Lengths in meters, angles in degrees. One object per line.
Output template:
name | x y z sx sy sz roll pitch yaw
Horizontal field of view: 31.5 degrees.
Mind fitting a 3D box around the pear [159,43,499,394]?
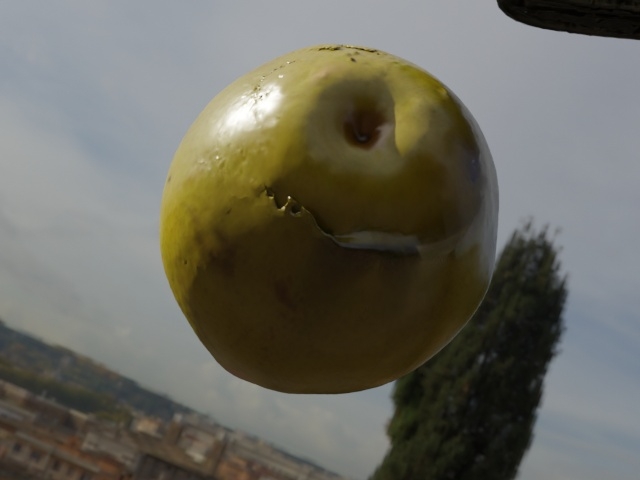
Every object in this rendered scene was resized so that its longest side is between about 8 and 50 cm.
pear | 0.013 -0.005 0.929 0.285 0.284 0.336 20 -15 16

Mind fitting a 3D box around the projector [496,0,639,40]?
projector | 0.377 -0.363 1.105 0.405 0.395 0.242 5 -56 3
